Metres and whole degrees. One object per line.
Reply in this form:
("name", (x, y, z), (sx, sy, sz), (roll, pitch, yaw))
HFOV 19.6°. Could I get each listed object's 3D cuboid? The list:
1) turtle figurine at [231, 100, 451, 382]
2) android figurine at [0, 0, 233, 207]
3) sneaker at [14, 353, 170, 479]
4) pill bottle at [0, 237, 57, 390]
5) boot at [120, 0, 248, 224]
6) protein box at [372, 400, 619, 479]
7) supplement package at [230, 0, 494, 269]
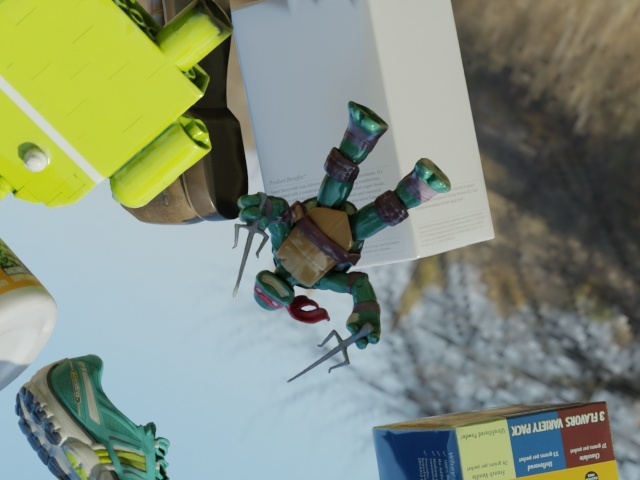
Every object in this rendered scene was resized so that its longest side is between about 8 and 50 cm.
("turtle figurine", (0.000, 0.000, 1.656), (0.175, 0.234, 0.118), (36, -168, -16))
("android figurine", (-0.211, -0.133, 1.533), (0.248, 0.273, 0.056), (47, -161, -17))
("sneaker", (-0.191, 0.232, 1.853), (0.275, 0.110, 0.107), (55, 150, 8))
("pill bottle", (-0.361, 0.009, 1.565), (0.272, 0.152, 0.152), (46, -171, 16))
("boot", (-0.144, -0.164, 1.669), (0.115, 0.305, 0.112), (-8, 173, 28))
("protein box", (0.150, 0.242, 1.544), (0.136, 0.200, 0.201), (-8, 177, -18))
("supplement package", (0.047, -0.123, 1.949), (0.177, 0.293, 0.175), (-9, -177, 34))
